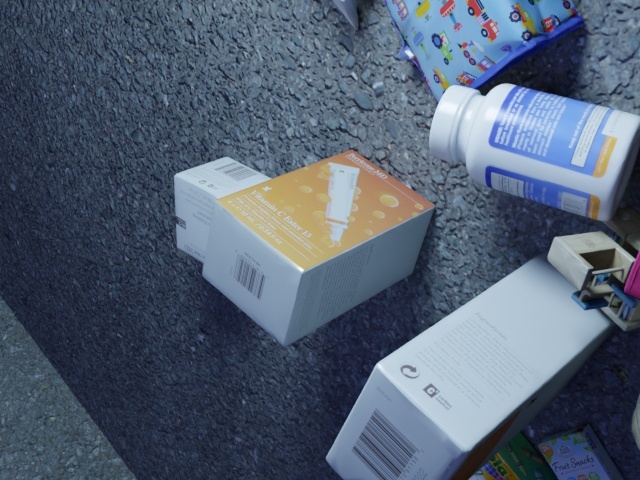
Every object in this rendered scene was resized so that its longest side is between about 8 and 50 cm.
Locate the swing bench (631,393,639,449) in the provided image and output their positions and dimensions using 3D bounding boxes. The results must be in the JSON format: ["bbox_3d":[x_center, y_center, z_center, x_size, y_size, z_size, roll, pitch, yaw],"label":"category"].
[{"bbox_3d":[0.561,0.205,1.102,0.255,0.165,0.253,28,128,34],"label":"swing bench"}]

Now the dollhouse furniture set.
[{"bbox_3d":[0.389,0.044,1.159,0.129,0.184,0.129,-125,37,-47],"label":"dollhouse furniture set"}]

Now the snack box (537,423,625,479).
[{"bbox_3d":[0.451,0.392,1.400,0.100,0.037,0.141,-37,81,47],"label":"snack box"}]

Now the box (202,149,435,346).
[{"bbox_3d":[0.000,0.000,1.434,0.215,0.345,0.168,37,131,27],"label":"box"}]

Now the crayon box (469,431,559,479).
[{"bbox_3d":[0.292,0.390,1.528,0.278,0.081,0.165,51,137,14],"label":"crayon box"}]

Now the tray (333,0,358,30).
[{"bbox_3d":[-0.017,-0.488,1.399,0.030,0.145,0.270,-37,78,8],"label":"tray"}]

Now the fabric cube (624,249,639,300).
[{"bbox_3d":[0.552,-0.015,0.932,0.258,0.259,0.254,33,129,30],"label":"fabric cube"}]

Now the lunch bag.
[{"bbox_3d":[0.205,-0.338,1.240,0.221,0.138,0.293,61,148,0],"label":"lunch bag"}]

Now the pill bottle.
[{"bbox_3d":[0.302,-0.137,1.169,0.272,0.152,0.152,20,124,23],"label":"pill bottle"}]

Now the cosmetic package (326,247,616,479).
[{"bbox_3d":[0.240,0.209,1.212,0.161,0.453,0.230,42,134,23],"label":"cosmetic package"}]

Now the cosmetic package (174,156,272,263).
[{"bbox_3d":[-0.209,-0.057,1.765,0.151,0.151,0.183,27,127,36],"label":"cosmetic package"}]
